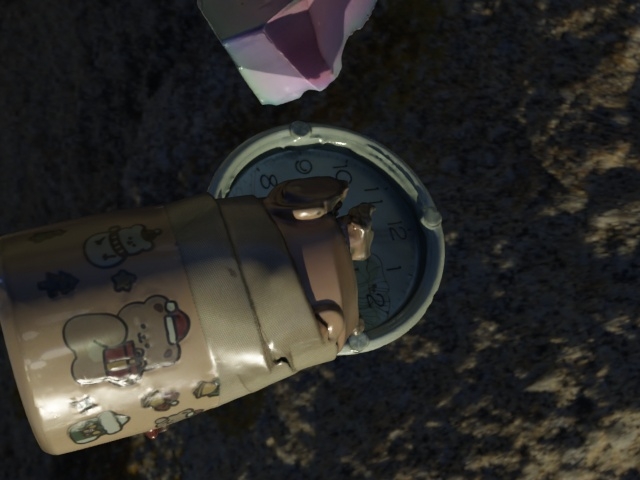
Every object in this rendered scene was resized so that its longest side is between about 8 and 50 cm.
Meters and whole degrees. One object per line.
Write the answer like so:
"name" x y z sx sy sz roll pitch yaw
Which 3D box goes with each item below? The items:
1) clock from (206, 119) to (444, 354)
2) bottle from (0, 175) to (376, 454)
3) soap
"clock" 0.000 0.000 0.968 0.236 0.236 0.053 64 154 15
"bottle" -0.048 0.027 0.417 0.099 0.152 0.099 166 90 -76
"soap" -0.039 -0.303 1.166 0.193 0.109 0.323 -16 47 14
